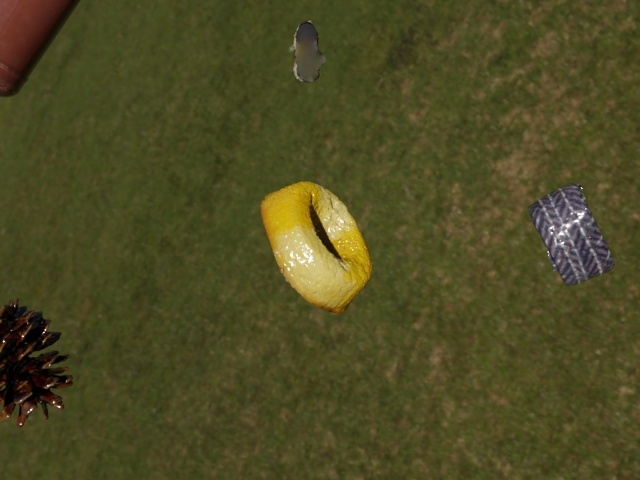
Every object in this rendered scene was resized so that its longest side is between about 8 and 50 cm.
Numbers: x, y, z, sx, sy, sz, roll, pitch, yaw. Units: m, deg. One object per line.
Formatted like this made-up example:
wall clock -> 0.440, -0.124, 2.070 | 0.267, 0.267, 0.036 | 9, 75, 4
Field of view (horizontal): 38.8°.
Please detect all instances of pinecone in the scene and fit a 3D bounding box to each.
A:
pinecone -> -0.417, 0.177, 1.246 | 0.163, 0.165, 0.163 | -35, 17, 12

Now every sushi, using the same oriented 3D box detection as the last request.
sushi -> -0.016, -0.260, 1.244 | 0.046, 0.044, 0.083 | -111, 22, -72

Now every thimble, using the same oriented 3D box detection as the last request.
thimble -> 0.275, -0.006, 0.997 | 0.066, 0.095, 0.104 | -26, 77, 15

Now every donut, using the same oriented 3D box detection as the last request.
donut -> 0.000, 0.000, 1.142 | 0.065, 0.162, 0.178 | -35, 64, 26

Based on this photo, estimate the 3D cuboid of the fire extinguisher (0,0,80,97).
fire extinguisher -> -0.348, -0.253, 1.052 | 0.337, 0.106, 0.147 | -56, -8, 0
